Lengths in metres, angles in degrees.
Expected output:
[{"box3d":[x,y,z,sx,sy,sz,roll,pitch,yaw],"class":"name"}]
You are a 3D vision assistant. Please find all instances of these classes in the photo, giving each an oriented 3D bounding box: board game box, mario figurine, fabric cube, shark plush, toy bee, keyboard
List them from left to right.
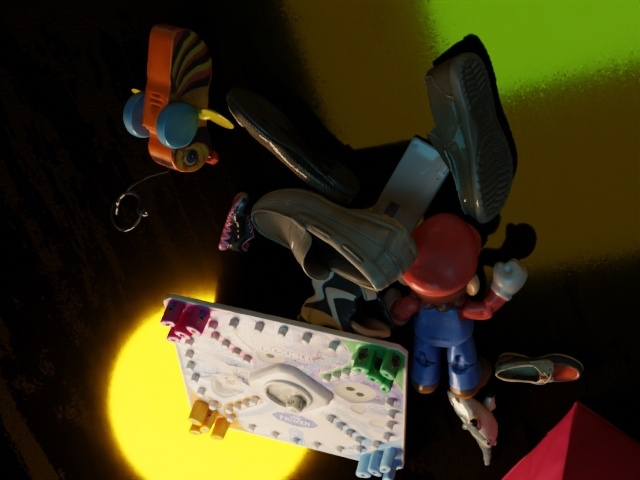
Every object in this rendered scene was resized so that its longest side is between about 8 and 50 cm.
[{"box3d":[-0.221,-0.174,1.806,0.195,0.162,0.298,44,114,30],"class":"toy bee"},{"box3d":[-0.055,0.254,1.946,0.390,0.050,0.390,12,144,12],"class":"board game box"},{"box3d":[0.118,-0.043,1.832,0.072,0.014,0.256,32,123,5],"class":"keyboard"},{"box3d":[0.203,0.084,1.836,0.198,0.170,0.320,-15,130,-12],"class":"mario figurine"},{"box3d":[0.263,0.306,1.976,0.067,0.073,0.161,5,143,37],"class":"shark plush"},{"box3d":[0.424,0.466,1.875,0.254,0.258,0.259,33,123,-1],"class":"fabric cube"}]

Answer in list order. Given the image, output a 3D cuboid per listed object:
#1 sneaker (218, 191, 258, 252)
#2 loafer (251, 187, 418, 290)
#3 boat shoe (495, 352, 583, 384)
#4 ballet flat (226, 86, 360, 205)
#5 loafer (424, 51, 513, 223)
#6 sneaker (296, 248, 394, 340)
[{"box3d":[-0.123,-0.027,1.903,0.057,0.047,0.119,20,131,-1],"class":"sneaker"},{"box3d":[0.000,0.000,1.771,0.319,0.111,0.112,14,146,46],"class":"loafer"},{"box3d":[0.345,0.206,1.880,0.137,0.043,0.049,5,118,14],"class":"boat shoe"},{"box3d":[-0.049,-0.136,1.797,0.250,0.084,0.058,38,126,-12],"class":"ballet flat"},{"box3d":[0.209,-0.147,1.709,0.087,0.094,0.251,4,113,44],"class":"loafer"},{"box3d":[0.043,0.141,1.868,0.153,0.094,0.234,48,132,44],"class":"sneaker"}]
